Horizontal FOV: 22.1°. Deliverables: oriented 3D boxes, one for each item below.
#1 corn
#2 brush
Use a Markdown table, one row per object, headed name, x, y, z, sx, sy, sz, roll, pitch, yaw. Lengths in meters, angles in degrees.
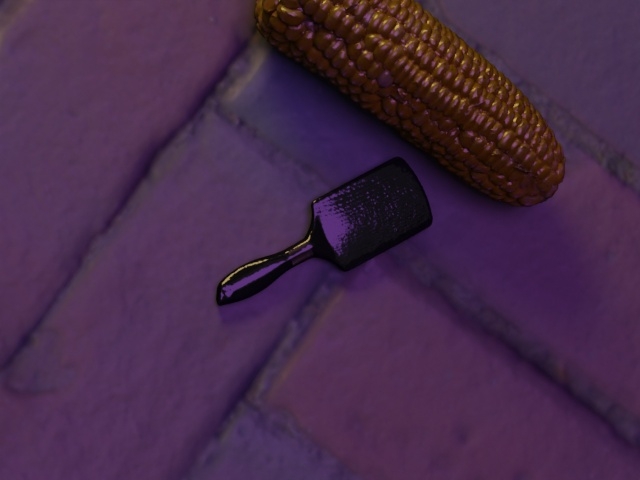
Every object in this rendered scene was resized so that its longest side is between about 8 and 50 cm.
| name | x | y | z | sx | sy | sz | roll | pitch | yaw |
| --- | --- | --- | --- | --- | --- | --- | --- | --- | --- |
| corn | 0.073 | -0.125 | 1.276 | 0.292 | 0.101 | 0.101 | 39 | 72 | -15 |
| brush | 0.000 | 0.000 | 1.273 | 0.193 | 0.016 | 0.063 | -28 | 93 | -21 |
